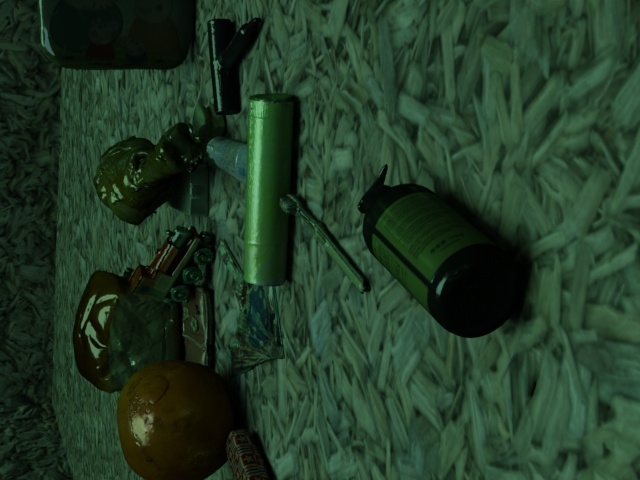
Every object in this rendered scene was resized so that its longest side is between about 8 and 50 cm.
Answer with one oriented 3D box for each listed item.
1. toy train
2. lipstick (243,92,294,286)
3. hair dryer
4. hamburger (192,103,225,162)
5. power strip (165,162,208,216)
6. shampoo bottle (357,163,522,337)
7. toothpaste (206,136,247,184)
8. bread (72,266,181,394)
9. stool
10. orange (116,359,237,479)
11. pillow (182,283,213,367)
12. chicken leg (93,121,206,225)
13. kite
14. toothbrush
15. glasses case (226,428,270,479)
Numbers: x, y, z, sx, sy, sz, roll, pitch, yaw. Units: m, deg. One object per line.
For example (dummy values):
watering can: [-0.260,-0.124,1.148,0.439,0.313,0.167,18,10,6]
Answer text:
toy train: [-0.290,0.046,2.078,0.176,0.118,0.074,-56,33,18]
lipstick: [-0.083,-0.082,1.666,0.076,0.076,0.304,-148,58,-63]
hair dryer: [-0.144,-0.320,1.835,0.195,0.050,0.173,-10,86,64]
hamburger: [-0.221,-0.214,2.016,0.121,0.054,0.084,104,151,-51]
power strip: [-0.308,-0.126,2.242,0.367,0.043,0.106,-158,68,-65]
shampoo bottle: [0.112,0.001,1.167,0.284,0.101,0.101,-132,45,-57]
toothpaste: [-0.129,-0.133,1.807,0.234,0.057,0.089,30,120,57]
bread: [-0.437,0.204,2.348,0.250,0.225,0.279,-160,74,-65]
stool: [-0.433,-0.508,2.174,0.226,0.310,0.310,-152,63,-69]
orange: [-0.267,0.338,1.958,0.240,0.240,0.240,178,90,-67]
pillow: [-0.252,0.203,2.140,0.126,0.043,0.232,-167,76,-64]
chicken leg: [-0.331,-0.143,2.054,0.429,0.153,0.201,-18,48,61]
kite: [-0.130,0.103,1.874,0.368,0.014,0.406,-125,39,-52]
toothbrush: [0.005,0.000,1.528,0.294,0.028,0.026,46,135,51]
glasses case: [-0.117,0.410,1.826,0.194,0.049,0.073,-116,34,-45]
